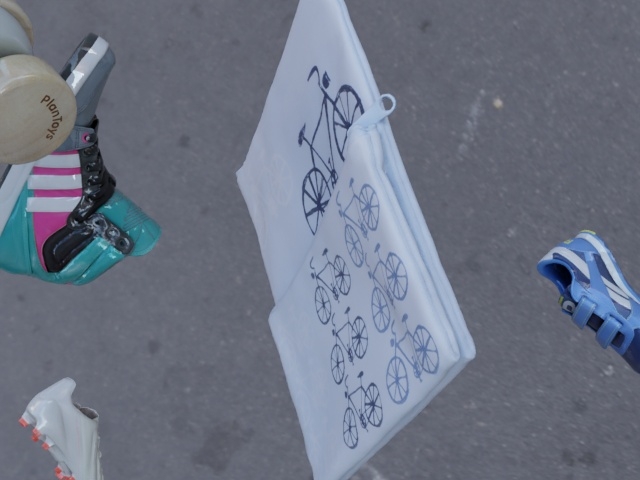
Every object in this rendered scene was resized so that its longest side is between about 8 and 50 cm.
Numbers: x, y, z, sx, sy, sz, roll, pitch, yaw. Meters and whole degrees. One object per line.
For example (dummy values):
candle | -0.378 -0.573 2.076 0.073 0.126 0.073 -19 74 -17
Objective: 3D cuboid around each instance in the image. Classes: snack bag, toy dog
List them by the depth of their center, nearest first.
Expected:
toy dog | -0.343 -0.100 0.693 0.220 0.161 0.334 24 60 29
snack bag | 0.000 0.000 0.752 0.323 0.037 0.343 118 140 -58

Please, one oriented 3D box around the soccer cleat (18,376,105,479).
soccer cleat | -0.287 0.244 1.126 0.068 0.196 0.076 25 56 35

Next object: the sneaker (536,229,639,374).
sneaker | 0.236 0.059 0.796 0.059 0.053 0.144 -17 56 -19

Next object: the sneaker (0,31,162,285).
sneaker | -0.246 -0.063 1.033 0.296 0.178 0.124 -56 17 23
